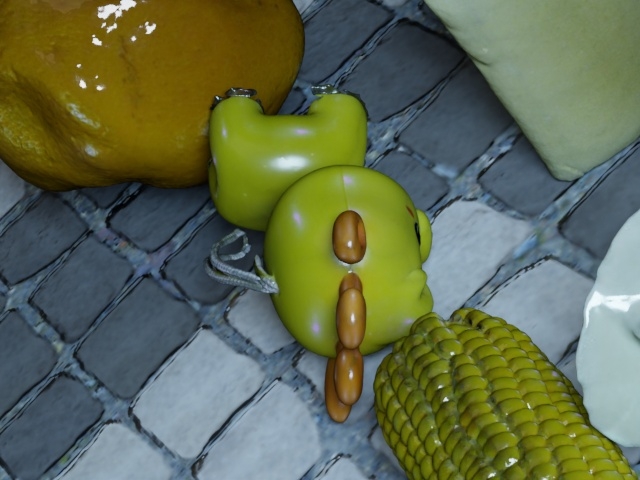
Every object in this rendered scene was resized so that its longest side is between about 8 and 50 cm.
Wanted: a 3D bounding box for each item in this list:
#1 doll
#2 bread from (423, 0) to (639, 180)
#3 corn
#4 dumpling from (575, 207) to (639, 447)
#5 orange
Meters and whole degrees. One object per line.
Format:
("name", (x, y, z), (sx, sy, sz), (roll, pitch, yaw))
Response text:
("doll", (0.000, 0.000, 1.130), (0.135, 0.143, 0.221), (-3, 41, -10))
("bread", (0.147, -0.135, 1.098), (0.139, 0.178, 0.060), (-36, 36, 5))
("corn", (0.109, 0.130, 0.947), (0.101, 0.101, 0.310), (-38, 39, 2))
("dumpling", (0.231, 0.022, 0.904), (0.229, 0.151, 0.124), (-10, 12, -2))
("orange", (-0.125, -0.121, 1.288), (0.249, 0.183, 0.249), (-3, 21, 1))
